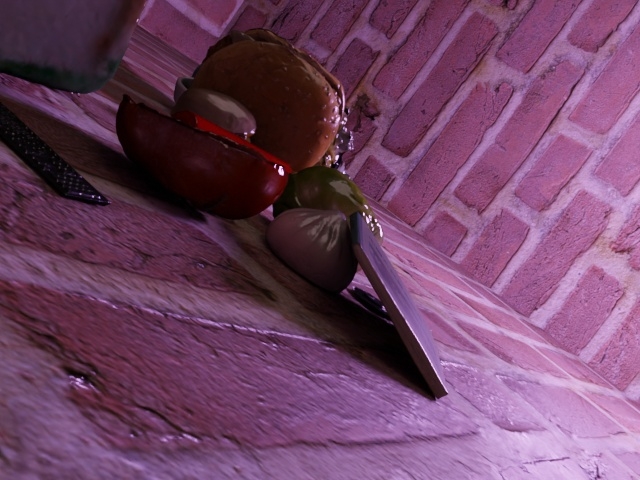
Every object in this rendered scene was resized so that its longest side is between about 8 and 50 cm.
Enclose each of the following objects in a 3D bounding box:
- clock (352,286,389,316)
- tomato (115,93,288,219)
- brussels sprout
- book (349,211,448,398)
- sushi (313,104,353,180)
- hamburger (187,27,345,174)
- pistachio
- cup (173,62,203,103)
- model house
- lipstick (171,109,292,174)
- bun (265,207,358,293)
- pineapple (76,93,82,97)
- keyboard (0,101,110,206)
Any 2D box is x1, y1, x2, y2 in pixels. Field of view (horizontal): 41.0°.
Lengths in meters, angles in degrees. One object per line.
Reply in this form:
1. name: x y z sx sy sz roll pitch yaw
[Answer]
1. clock: 0.078 0.090 1.249 0.083 0.010 0.074 29 11 -45
2. tomato: -0.148 -0.086 1.014 0.227 0.101 0.228 28 4 -2
3. brussels sprout: 0.006 -0.037 1.294 0.183 0.131 0.145 42 -12 44
4. book: 0.093 0.071 1.096 0.215 0.025 0.283 60 7 -8
5. sushi: 0.019 -0.192 1.942 0.131 0.291 0.139 -18 46 -28
6. hamburger: -0.105 -0.249 1.603 0.283 0.260 0.145 30 36 -2
7. pistachio: -0.186 -0.209 1.501 0.149 0.113 0.113 14 9 -2
8. cup: -0.167 -0.292 1.818 0.289 0.219 0.257 -1 28 -34
9. model house: -0.385 -0.344 0.980 0.280 0.245 0.312 32 13 37
10. lipstick: -0.148 -0.143 1.449 0.073 0.073 0.279 41 9 35
11. bun: 0.000 0.000 1.152 0.138 0.094 0.138 36 11 -8
12. pineapple: -0.395 -0.275 1.147 0.224 0.076 0.225 33 9 -6
13. keyboard: -0.276 -0.093 0.800 0.198 0.010 0.063 39 10 23
